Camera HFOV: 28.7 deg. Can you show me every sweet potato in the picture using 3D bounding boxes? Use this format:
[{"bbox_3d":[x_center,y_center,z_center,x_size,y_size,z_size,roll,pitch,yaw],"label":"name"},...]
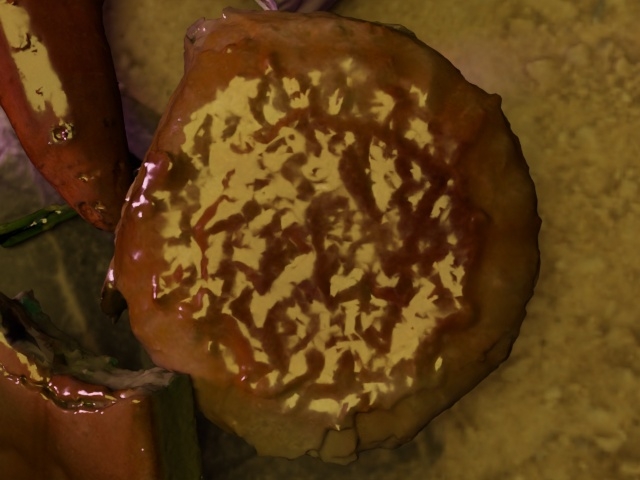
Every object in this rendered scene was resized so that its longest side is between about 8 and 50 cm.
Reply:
[{"bbox_3d":[-0.190,-0.174,0.786,0.112,0.112,0.359,-11,76,7],"label":"sweet potato"}]

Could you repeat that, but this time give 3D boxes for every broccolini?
[{"bbox_3d":[-0.143,-0.021,0.807,0.140,0.030,0.035,-22,116,10],"label":"broccolini"}]

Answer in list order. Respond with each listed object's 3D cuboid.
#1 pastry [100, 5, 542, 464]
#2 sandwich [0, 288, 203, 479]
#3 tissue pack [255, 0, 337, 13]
[{"bbox_3d":[0.005,-0.004,0.722,0.235,0.121,0.257,21,88,-4],"label":"pastry"},{"bbox_3d":[-0.119,0.158,0.703,0.245,0.063,0.212,38,125,11],"label":"sandwich"},{"bbox_3d":[0.017,-0.329,0.746,0.338,0.160,0.242,-45,79,2],"label":"tissue pack"}]
